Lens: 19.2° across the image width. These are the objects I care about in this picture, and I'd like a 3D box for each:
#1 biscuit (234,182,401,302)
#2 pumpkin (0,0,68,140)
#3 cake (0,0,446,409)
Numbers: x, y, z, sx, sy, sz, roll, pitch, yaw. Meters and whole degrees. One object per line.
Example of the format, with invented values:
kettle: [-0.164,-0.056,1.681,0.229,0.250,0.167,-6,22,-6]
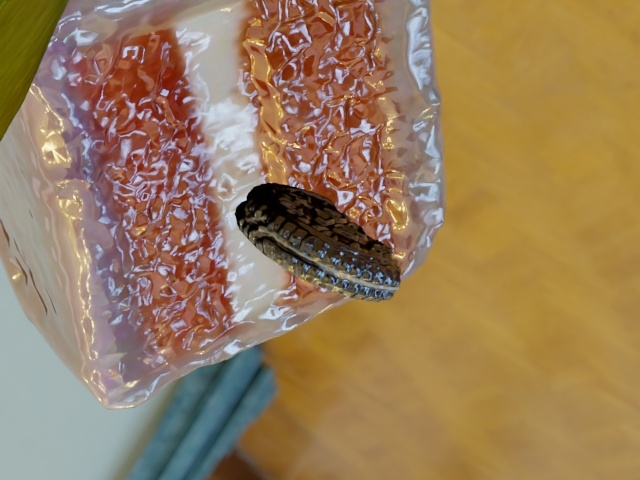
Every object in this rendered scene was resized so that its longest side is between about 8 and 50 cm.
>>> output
biscuit: [0.000,0.000,0.917,0.087,0.027,0.089,26,-166,-4]
pumpkin: [-0.200,-0.025,0.466,0.199,0.332,0.332,34,160,4]
cake: [-0.085,-0.099,1.040,0.230,0.237,0.309,53,160,36]
